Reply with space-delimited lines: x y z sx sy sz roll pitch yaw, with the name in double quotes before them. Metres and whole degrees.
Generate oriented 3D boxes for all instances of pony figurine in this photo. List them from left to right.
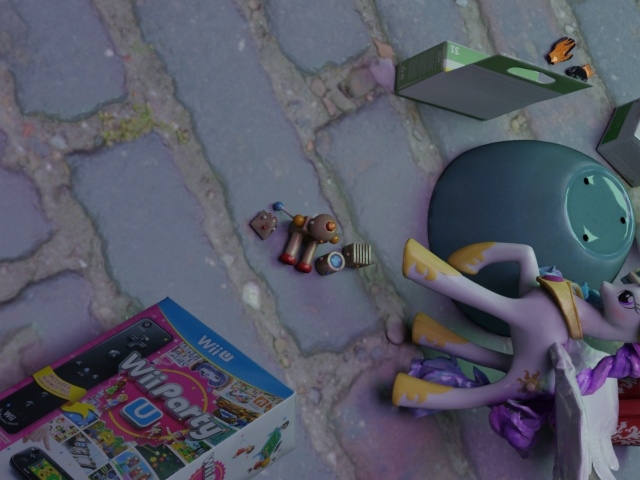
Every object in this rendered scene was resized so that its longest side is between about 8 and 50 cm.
"pony figurine" 0.282 0.166 1.514 0.303 0.363 0.351 -31 127 -67

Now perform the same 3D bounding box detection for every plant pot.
"plant pot" 0.325 -0.019 1.675 0.290 0.195 0.290 8 74 -30

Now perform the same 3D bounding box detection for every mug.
"mug" 0.432 0.237 1.720 0.169 0.150 0.113 3 49 -27

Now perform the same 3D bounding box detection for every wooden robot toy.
"wooden robot toy" 0.000 0.000 1.532 0.173 0.079 0.076 26 66 -25

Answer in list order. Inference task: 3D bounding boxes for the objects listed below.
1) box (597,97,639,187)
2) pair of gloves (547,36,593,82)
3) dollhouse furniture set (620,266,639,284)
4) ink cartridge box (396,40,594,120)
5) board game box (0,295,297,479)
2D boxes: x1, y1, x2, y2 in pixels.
"box" 0.518 -0.160 1.896 0.102 0.087 0.101 41 60 -18
"pair of gloves" 0.398 -0.282 1.895 0.074 0.010 0.083 -40 104 -34
"dollhouse furniture set" 0.498 0.101 1.734 0.303 0.198 0.286 -18 62 -42
"ink cartridge box" 0.239 -0.231 1.645 0.171 0.235 0.056 12 75 -29
"board game box" -0.210 0.209 1.260 0.303 0.224 0.097 -30 137 -35
